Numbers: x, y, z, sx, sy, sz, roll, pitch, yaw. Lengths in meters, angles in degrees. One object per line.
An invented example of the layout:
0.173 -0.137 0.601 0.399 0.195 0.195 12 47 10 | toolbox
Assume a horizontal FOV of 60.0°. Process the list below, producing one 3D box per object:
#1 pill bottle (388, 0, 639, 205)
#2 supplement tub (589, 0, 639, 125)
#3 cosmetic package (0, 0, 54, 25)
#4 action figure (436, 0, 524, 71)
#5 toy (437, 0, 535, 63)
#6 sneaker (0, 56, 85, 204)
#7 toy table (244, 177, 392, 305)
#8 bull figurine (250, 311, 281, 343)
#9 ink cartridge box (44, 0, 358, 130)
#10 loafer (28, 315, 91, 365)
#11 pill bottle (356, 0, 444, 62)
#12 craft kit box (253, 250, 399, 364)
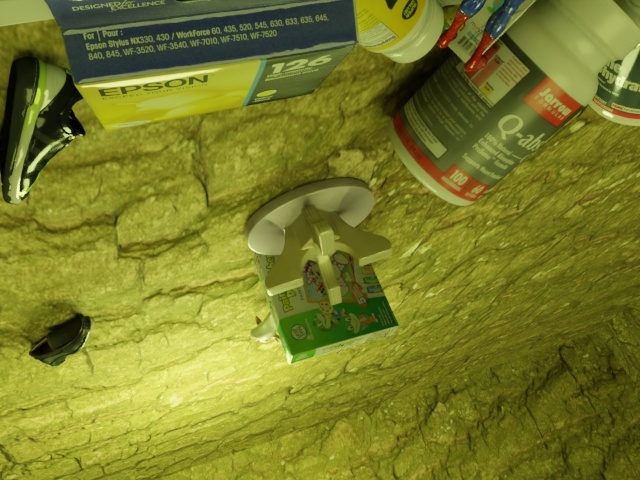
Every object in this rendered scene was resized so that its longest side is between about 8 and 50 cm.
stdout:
0.299 -0.243 0.894 0.210 0.210 0.363 10 135 -43 | pill bottle
0.568 -0.346 0.939 0.191 0.191 0.272 -24 149 -1 | supplement tub
-0.293 -0.314 0.455 0.224 0.138 0.224 -15 149 -15 | cosmetic package
0.262 -0.354 0.683 0.139 0.091 0.280 -43 172 -31 | action figure
0.250 -0.381 0.773 0.237 0.137 0.056 -45 -178 27 | toy
-0.363 -0.132 0.734 0.097 0.084 0.234 1 141 -37 | sneaker
0.000 0.000 1.098 0.274 0.161 0.252 -25 144 2 | toy table
-0.031 0.163 1.390 0.310 0.101 0.188 -12 145 -19 | bull figurine
-0.120 -0.209 0.641 0.303 0.072 0.307 -12 -175 -13 | ink cartridge box
-0.541 0.210 1.157 0.170 0.062 0.061 -40 141 23 | loafer
0.064 -0.317 0.711 0.119 0.119 0.208 -42 145 27 | pill bottle
0.009 0.114 1.200 0.247 0.250 0.061 -14 152 -18 | craft kit box
